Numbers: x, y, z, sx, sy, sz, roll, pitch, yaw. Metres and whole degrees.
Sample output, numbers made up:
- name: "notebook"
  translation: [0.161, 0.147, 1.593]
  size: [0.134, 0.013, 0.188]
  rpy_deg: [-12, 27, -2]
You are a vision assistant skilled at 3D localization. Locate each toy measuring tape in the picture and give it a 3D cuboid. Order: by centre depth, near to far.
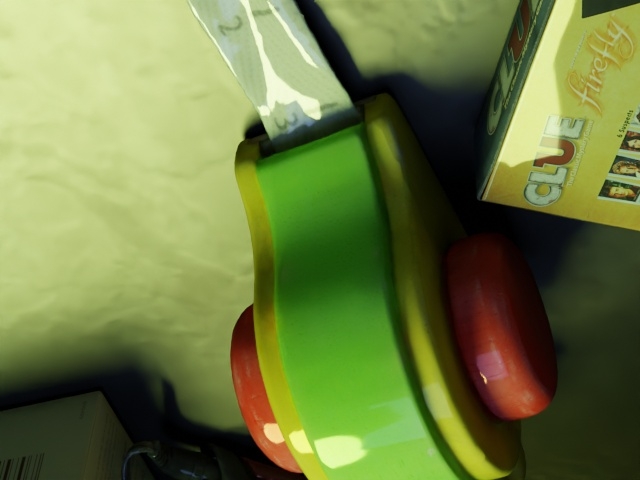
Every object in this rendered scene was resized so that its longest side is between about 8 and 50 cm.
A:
- name: "toy measuring tape"
  translation: [0.000, 0.000, 0.504]
  size: [0.121, 0.121, 0.330]
  rpy_deg: [-18, 127, 18]

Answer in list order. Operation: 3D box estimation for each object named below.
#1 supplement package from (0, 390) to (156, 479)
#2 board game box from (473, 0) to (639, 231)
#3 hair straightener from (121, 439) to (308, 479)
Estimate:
- name: "supplement package"
  translation: [-0.117, 0.172, 0.667]
  size: [0.105, 0.105, 0.179]
  rpy_deg: [-13, 129, 13]
- name: "board game box"
  translation: [0.159, -0.100, 0.453]
  size: [0.165, 0.042, 0.243]
  rpy_deg: [11, 131, -6]
- name: "hair straightener"
  translation: [0.017, 0.144, 0.644]
  size: [0.230, 0.089, 0.047]
  rpy_deg: [24, 130, -17]
